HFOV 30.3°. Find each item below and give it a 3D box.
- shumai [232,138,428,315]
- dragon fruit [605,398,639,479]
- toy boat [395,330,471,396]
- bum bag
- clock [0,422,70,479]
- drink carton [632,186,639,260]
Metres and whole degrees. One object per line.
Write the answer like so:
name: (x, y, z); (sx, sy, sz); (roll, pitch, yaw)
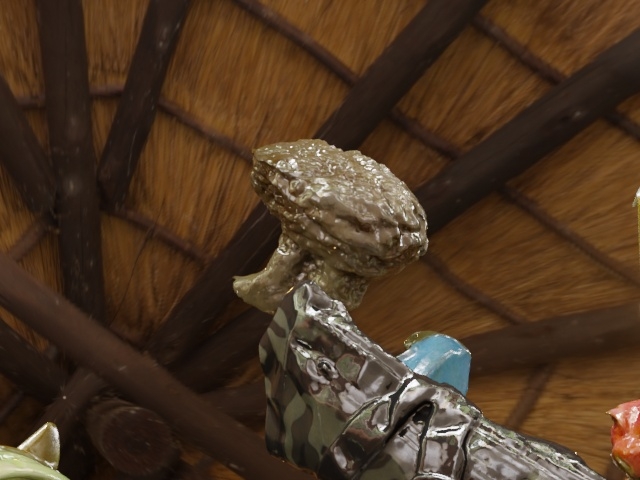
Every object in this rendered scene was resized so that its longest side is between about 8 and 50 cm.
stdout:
shumai: (0.000, 0.000, 1.195); (0.166, 0.206, 0.176); (4, -61, -35)
dragon fruit: (0.414, 0.209, 1.172); (0.224, 0.227, 0.224); (14, -111, -39)
toy boat: (0.073, 0.147, 1.035); (0.075, 0.077, 0.185); (56, -131, -28)
bum bag: (0.075, 0.160, 0.844); (0.340, 0.095, 0.144); (31, -71, 29)
clock: (-0.335, 0.345, 1.169); (0.348, 0.117, 0.286); (-47, -64, -40)
drink carton: (0.257, -0.008, 0.801); (0.074, 0.084, 0.200); (-50, -41, -35)
